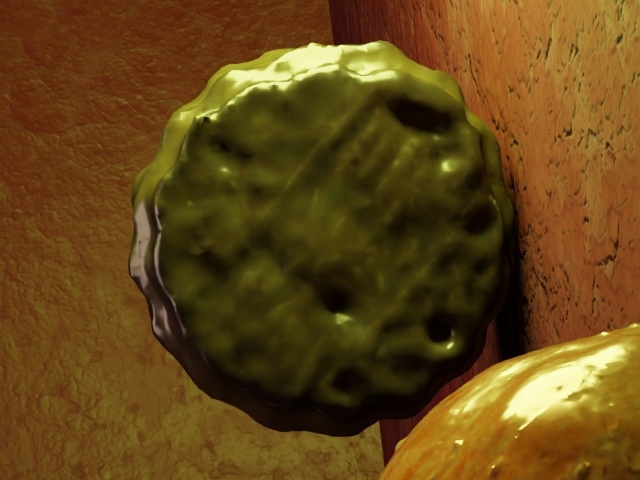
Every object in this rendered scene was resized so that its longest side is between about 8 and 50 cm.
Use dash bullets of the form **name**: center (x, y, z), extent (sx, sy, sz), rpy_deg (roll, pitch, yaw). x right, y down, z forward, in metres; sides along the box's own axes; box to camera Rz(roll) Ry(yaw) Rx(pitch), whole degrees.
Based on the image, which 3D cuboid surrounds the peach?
- **peach**: center (0.118, 0.135, 0.525), extent (0.232, 0.232, 0.232), rpy_deg (175, 90, -87)

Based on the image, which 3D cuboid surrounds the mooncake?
- **mooncake**: center (0.001, -0.001, 1.096), extent (0.187, 0.324, 0.324), rpy_deg (-152, 57, -82)
